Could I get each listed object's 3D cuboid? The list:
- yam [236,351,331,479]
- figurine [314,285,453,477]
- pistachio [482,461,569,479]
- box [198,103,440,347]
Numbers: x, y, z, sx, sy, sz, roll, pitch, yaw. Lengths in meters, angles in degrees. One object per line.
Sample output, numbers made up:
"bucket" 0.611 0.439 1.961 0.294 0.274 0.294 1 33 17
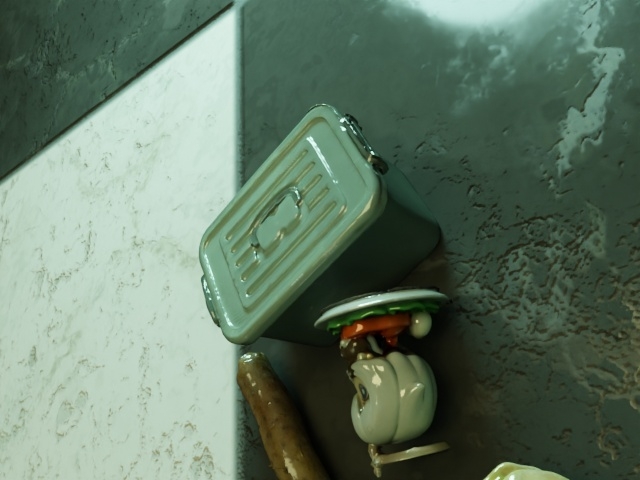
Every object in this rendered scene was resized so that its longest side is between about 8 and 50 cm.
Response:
"yam" -0.034 0.216 0.730 0.057 0.056 0.241 -47 49 19
"figurine" 0.071 0.129 0.636 0.132 0.132 0.154 -22 71 36
"pistachio" 0.151 0.266 0.499 0.145 0.117 0.201 10 69 7
"box" 0.000 0.000 0.731 0.243 0.135 0.163 -47 46 20
